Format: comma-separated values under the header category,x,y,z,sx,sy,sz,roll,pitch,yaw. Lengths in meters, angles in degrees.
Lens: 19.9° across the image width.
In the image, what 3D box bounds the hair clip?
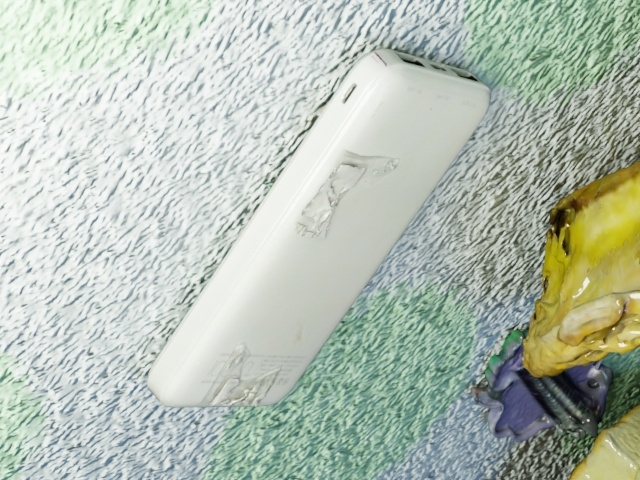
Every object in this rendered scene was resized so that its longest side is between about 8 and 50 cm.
category,x,y,z,sx,sy,sz,roll,pitch,yaw
hair clip,0.198,0.129,1.574,0.124,0.052,0.195,-50,142,0

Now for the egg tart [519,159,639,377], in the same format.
category,x,y,z,sx,sy,sz,roll,pitch,yaw
egg tart,0.284,-0.013,1.361,0.341,0.129,0.341,-24,177,-2

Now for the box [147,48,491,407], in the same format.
category,x,y,z,sx,sy,sz,roll,pitch,yaw
box,0.000,0.000,1.217,0.142,0.044,0.285,8,122,-53

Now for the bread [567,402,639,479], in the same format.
category,x,y,z,sx,sy,sz,roll,pitch,yaw
bread,0.297,0.258,1.701,0.246,0.111,0.239,-22,143,-52
